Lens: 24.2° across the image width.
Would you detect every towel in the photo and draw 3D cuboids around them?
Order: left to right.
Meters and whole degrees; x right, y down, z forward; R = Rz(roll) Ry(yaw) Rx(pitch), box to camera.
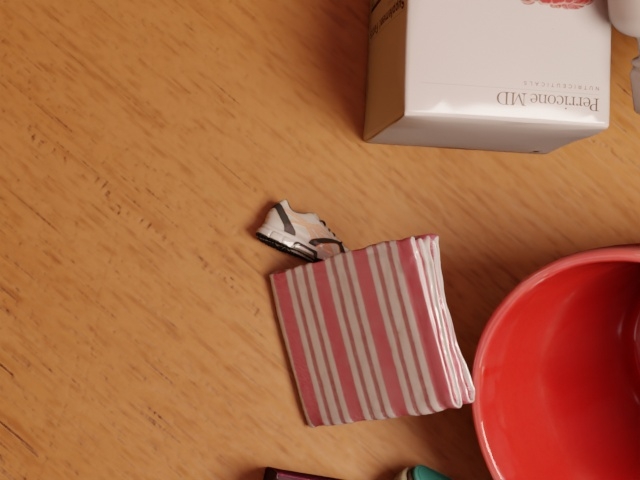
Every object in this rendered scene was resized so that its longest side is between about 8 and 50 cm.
[{"bbox_3d":[0.040,0.079,1.246,0.029,0.197,0.144,-11,87,-43],"label":"towel"}]

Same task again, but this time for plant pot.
[{"bbox_3d":[0.297,0.113,1.208,0.275,0.243,0.275,9,106,33],"label":"plant pot"}]

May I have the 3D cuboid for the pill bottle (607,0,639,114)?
[{"bbox_3d":[0.287,-0.217,1.160,0.131,0.131,0.229,-9,102,-9],"label":"pill bottle"}]

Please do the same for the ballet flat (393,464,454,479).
[{"bbox_3d":[0.165,0.275,1.299,0.248,0.086,0.086,26,83,-4],"label":"ballet flat"}]

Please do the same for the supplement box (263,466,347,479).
[{"bbox_3d":[-0.011,0.294,1.262,0.104,0.081,0.188,12,84,-7],"label":"supplement box"}]

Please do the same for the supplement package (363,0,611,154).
[{"bbox_3d":[0.142,-0.231,1.275,0.178,0.175,0.293,3,86,-9],"label":"supplement package"}]

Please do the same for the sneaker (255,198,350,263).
[{"bbox_3d":[0.000,0.000,1.307,0.109,0.040,0.043,27,74,-9],"label":"sneaker"}]
